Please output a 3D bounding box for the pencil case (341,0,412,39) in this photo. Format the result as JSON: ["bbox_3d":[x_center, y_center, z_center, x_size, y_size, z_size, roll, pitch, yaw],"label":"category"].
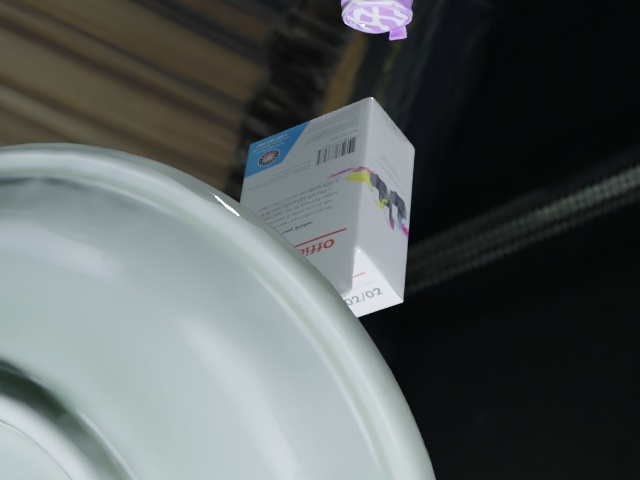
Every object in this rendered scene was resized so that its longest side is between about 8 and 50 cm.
[{"bbox_3d":[0.066,-0.337,2.095,0.086,0.088,0.206,-3,-106,26],"label":"pencil case"}]

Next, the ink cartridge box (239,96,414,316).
[{"bbox_3d":[0.000,0.000,1.240,0.104,0.061,0.181,-20,-140,27],"label":"ink cartridge box"}]

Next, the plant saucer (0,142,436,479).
[{"bbox_3d":[-0.137,0.158,0.840,0.400,0.400,0.100,-58,160,21],"label":"plant saucer"}]
